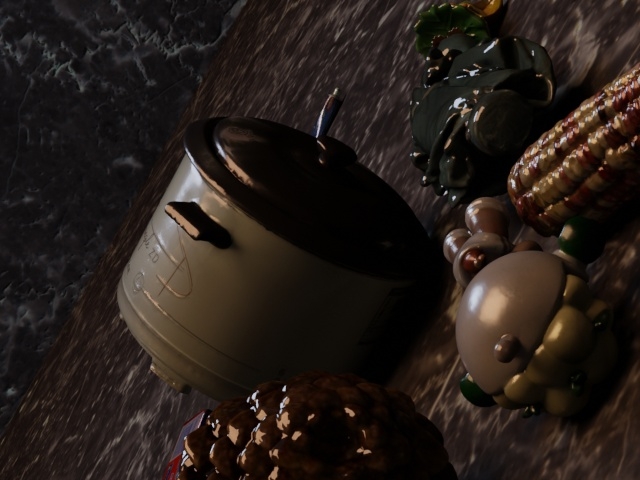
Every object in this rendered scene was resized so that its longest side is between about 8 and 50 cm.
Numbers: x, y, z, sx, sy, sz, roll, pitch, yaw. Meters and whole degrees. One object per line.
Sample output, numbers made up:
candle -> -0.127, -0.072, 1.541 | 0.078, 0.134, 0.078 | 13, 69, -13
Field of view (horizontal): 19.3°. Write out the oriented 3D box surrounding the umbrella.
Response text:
umbrella -> 0.131, -0.098, 1.523 | 0.349, 0.094, 0.143 | -131, 52, -83

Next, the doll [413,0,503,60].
doll -> 0.143, -0.196, 1.829 | 0.078, 0.076, 0.113 | -26, -3, 26

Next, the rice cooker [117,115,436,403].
rice cooker -> -0.037, 0.013, 1.614 | 0.241, 0.280, 0.227 | 43, 113, 34

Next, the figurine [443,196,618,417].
figurine -> 0.130, 0.041, 1.207 | 0.147, 0.093, 0.197 | -59, 13, 20

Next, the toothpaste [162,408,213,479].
toothpaste -> -0.132, 0.308, 1.679 | 0.066, 0.076, 0.320 | -40, 25, 57

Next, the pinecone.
pinecone -> -0.006, 0.178, 1.244 | 0.179, 0.184, 0.204 | -47, -4, -29

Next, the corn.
corn -> 0.207, -0.073, 1.222 | 0.237, 0.079, 0.079 | -41, 23, 48

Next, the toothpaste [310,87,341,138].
toothpaste -> 0.005, -0.150, 2.330 | 0.027, 0.019, 0.083 | 17, 82, 60
